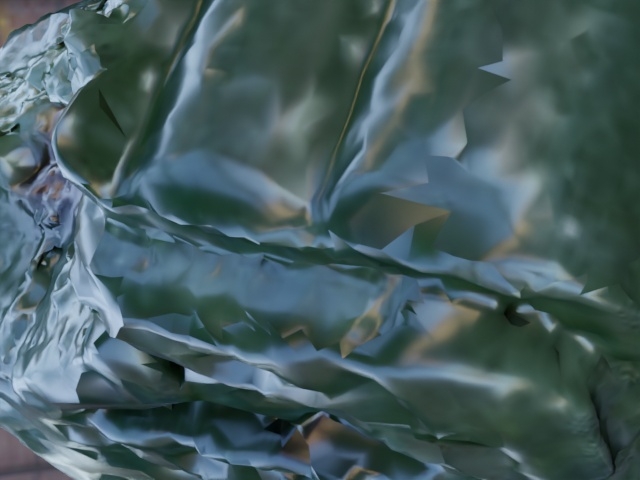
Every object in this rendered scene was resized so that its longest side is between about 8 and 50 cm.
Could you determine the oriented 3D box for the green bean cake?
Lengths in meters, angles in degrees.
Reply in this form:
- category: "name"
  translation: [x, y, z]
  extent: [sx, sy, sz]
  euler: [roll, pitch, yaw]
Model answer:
- category: "green bean cake"
  translation: [0.000, 0.000, 0.505]
  extent: [0.300, 0.308, 0.169]
  euler: [54, -128, -53]
